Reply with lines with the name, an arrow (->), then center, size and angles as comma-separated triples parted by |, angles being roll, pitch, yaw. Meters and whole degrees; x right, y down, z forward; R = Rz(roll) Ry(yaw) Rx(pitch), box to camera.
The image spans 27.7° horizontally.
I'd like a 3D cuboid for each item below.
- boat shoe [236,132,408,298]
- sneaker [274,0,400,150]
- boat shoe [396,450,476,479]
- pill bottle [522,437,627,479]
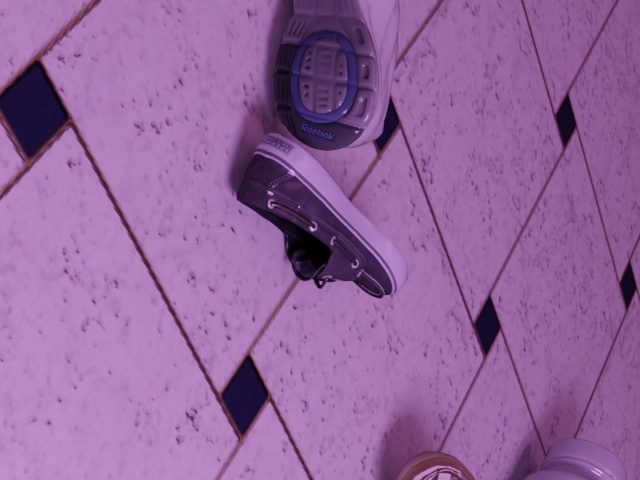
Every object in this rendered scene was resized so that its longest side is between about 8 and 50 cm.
boat shoe -> 0.000, 0.000, 1.121 | 0.076, 0.080, 0.228 | -57, 142, -14
sneaker -> 0.022, -0.221, 1.138 | 0.129, 0.111, 0.297 | 14, 83, -73
boat shoe -> 0.129, 0.327, 1.325 | 0.098, 0.109, 0.302 | -112, -177, -63
pill bottle -> 0.272, 0.353, 1.498 | 0.246, 0.136, 0.136 | -57, 136, -39
